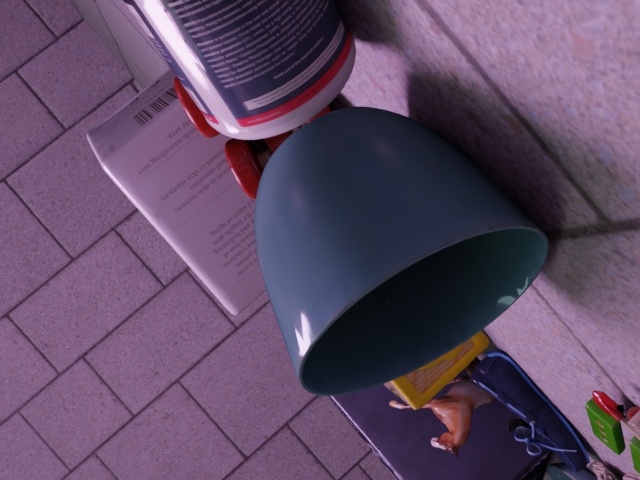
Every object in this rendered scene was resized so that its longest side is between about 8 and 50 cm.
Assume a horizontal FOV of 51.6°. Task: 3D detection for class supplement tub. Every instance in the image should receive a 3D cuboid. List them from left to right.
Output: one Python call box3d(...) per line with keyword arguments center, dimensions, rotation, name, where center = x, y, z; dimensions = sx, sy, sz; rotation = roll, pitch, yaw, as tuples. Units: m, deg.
box3d(center=(-0.094, -0.255, 0.667), dimensions=(0.191, 0.191, 0.272), rotation=(41, 169, 45), name="supplement tub")

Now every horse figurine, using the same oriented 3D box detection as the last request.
box3d(center=(0.262, 0.293, 1.266), dimensions=(0.174, 0.263, 0.066), rotation=(4, 115, 50), name="horse figurine")

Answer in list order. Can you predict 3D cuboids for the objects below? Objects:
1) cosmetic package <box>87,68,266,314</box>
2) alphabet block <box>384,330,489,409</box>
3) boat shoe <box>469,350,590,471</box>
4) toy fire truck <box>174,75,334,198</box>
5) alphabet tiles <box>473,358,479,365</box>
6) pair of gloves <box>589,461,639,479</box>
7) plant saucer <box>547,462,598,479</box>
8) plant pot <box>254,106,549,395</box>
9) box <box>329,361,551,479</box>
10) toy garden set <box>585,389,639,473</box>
box3d(center=(-0.202, -0.135, 1.331), dimensions=(0.393, 0.329, 0.327), rotation=(54, 171, -28), name="cosmetic package")
box3d(center=(0.165, 0.172, 1.268), dimensions=(0.192, 0.193, 0.197), rotation=(49, 172, -9), name="alphabet block")
box3d(center=(0.370, 0.319, 1.200), dimensions=(0.258, 0.089, 0.109), rotation=(48, 172, 9), name="boat shoe")
box3d(center=(-0.085, -0.224, 1.007), dimensions=(0.302, 0.169, 0.254), rotation=(56, -166, -37), name="toy fire truck")
box3d(center=(0.364, 0.315, 1.516), dimensions=(0.237, 0.009, 0.198), rotation=(54, 171, -27), name="alphabet tiles")
box3d(center=(0.536, 0.446, 1.053), dimensions=(0.204, 0.042, 0.240), rotation=(52, 168, 10), name="pair of gloves")
box3d(center=(0.587, 0.558, 1.312), dimensions=(0.317, 0.044, 0.317), rotation=(48, 171, 10), name="plant saucer")
box3d(center=(0.059, -0.005, 0.741), dimensions=(0.235, 0.293, 0.293), rotation=(60, 178, 30), name="plant pot")
box3d(center=(0.268, 0.443, 1.577), dimensions=(0.480, 0.297, 0.471), rotation=(45, 169, 31), name="box")
box3d(center=(0.426, 0.260, 0.780), dimensions=(0.244, 0.049, 0.204), rotation=(43, 172, 44), name="toy garden set")
